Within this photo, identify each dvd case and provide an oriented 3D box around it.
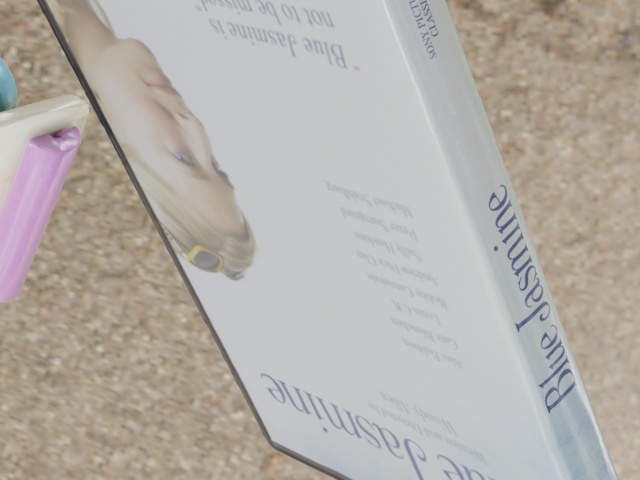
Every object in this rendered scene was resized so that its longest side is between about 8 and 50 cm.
[{"bbox_3d":[0.000,0.000,0.510,0.022,0.180,0.253,-43,127,-26],"label":"dvd case"}]

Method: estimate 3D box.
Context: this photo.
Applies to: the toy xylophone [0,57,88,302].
[{"bbox_3d":[-0.263,-0.071,0.684,0.322,0.236,0.081,43,39,3],"label":"toy xylophone"}]
